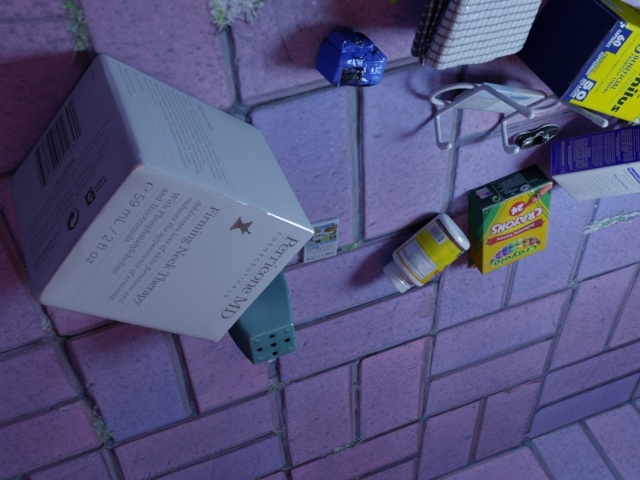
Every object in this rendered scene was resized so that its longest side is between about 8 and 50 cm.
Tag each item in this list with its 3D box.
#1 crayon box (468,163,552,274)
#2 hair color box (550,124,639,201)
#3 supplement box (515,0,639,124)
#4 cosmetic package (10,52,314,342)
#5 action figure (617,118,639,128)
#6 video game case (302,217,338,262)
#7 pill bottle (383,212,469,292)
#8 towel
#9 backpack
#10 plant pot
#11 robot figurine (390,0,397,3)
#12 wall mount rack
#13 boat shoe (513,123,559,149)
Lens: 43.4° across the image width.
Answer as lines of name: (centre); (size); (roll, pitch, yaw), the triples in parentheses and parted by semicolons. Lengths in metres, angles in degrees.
crayon box: (0.502, -0.034, 2.144); (0.202, 0.081, 0.319); (-22, 140, -7)
hair color box: (0.758, -0.195, 1.962); (0.338, 0.110, 0.185); (-6, 159, 36)
supplement box: (0.643, -0.400, 1.754); (0.356, 0.195, 0.194); (7, 129, -35)
cosmetic package: (-0.295, -0.065, 1.480); (0.393, 0.327, 0.329); (20, 120, -43)
action figure: (0.851, -0.258, 2.095); (0.185, 0.099, 0.285); (-13, 134, -4)
video game case: (0.000, 0.000, 1.953); (0.087, 0.011, 0.122); (-13, 138, -16)
pill bottle: (0.267, 0.037, 2.058); (0.215, 0.117, 0.117); (-40, 138, 14)
towel: (0.304, -0.458, 1.532); (0.283, 0.121, 0.235); (-22, 144, -35)
backpack: (0.069, -0.351, 1.562); (0.120, 0.098, 0.101); (-1, 129, -27)
plant pot: (-0.147, 0.157, 1.863); (0.165, 0.234, 0.166); (-18, 139, -12)
robot figurine: (0.145, -0.490, 1.481); (0.115, 0.067, 0.101); (-16, 134, -14)
wall mount rack: (0.419, -0.271, 1.728); (0.350, 0.131, 0.304); (0, 170, -29)
boat shoe: (0.534, -0.252, 1.967); (0.125, 0.038, 0.046); (-13, 138, -17)
